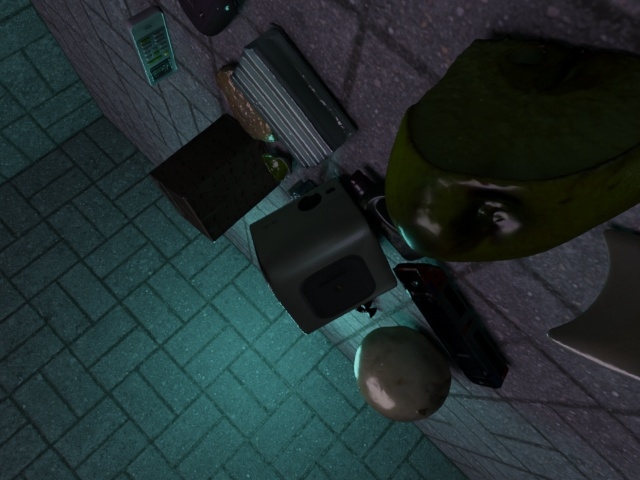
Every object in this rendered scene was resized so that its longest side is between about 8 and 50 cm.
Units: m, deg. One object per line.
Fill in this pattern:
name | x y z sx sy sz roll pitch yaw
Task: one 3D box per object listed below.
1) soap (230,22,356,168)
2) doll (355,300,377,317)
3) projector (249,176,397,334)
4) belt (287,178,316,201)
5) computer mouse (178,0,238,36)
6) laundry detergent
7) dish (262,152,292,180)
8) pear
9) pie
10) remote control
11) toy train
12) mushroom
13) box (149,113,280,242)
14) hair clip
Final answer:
soap | -0.056 -0.278 0.843 0.261 0.094 0.150 51 157 -11
doll | 0.098 0.214 1.608 0.249 0.088 0.127 17 127 41
projector | 0.004 0.036 1.006 0.248 0.249 0.248 60 -178 -39
belt | 0.023 -0.043 1.203 0.302 0.072 0.087 49 160 -9
computer mouse | -0.220 -0.477 0.822 0.120 0.057 0.232 53 164 -21
laundry detergent | 0.145 -0.061 0.875 0.221 0.078 0.144 49 165 -3
dish | -0.109 -0.215 1.185 0.137 0.039 0.091 13 139 59
pear | 0.205 -0.068 0.425 0.238 0.255 0.164 27 154 35
pie | -0.170 -0.331 1.043 0.185 0.052 0.218 25 151 53
remote control | -0.472 -0.542 1.195 0.034 0.103 0.250 48 162 5
toy train | 0.318 0.192 1.014 0.409 0.089 0.086 53 151 -18
mushroom | 0.275 0.436 1.421 0.314 0.314 0.336 39 -178 21
box | -0.305 -0.189 1.277 0.190 0.297 0.225 33 158 29
hair clip | 0.437 0.121 0.473 0.282 0.172 0.113 35 170 4
